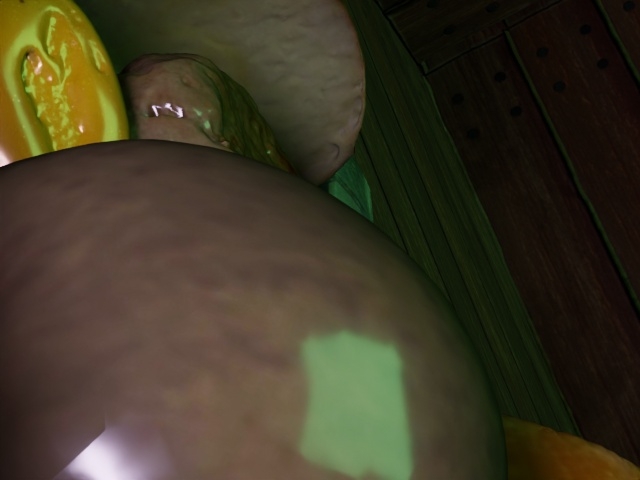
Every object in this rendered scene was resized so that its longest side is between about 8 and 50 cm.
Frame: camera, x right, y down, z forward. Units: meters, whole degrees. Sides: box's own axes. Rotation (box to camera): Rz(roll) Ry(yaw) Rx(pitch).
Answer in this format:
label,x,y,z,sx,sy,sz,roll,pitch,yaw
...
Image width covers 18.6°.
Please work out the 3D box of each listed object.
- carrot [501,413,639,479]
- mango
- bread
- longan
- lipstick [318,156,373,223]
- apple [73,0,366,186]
label,x,y,z,sx,sy,sz,roll,pitch,yaw
carrot,0.068,0.192,0.915,0.307,0.258,0.100,42,38,-36
mango,-0.142,-0.055,0.959,0.101,0.066,0.187,0,61,-36
bread,-0.065,0.005,1.089,0.230,0.123,0.230,57,10,-16
longan,-0.056,0.072,0.699,0.248,0.248,0.248,59,10,-18
lipstick,0.000,0.000,1.552,0.076,0.077,0.289,59,11,-21
apple,-0.102,-0.169,1.354,0.346,0.254,0.179,53,55,-44
